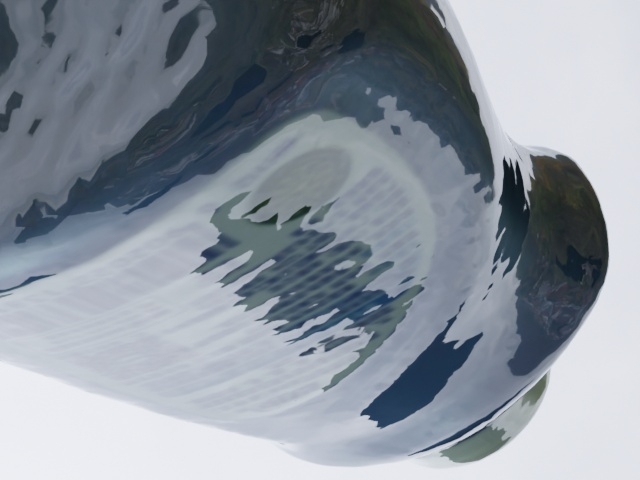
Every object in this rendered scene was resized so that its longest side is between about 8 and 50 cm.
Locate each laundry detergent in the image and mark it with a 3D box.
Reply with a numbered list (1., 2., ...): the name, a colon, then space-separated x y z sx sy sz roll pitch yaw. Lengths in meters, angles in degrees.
1. laundry detergent: 0.000 0.000 0.471 0.290 0.143 0.094 37 -155 -60
